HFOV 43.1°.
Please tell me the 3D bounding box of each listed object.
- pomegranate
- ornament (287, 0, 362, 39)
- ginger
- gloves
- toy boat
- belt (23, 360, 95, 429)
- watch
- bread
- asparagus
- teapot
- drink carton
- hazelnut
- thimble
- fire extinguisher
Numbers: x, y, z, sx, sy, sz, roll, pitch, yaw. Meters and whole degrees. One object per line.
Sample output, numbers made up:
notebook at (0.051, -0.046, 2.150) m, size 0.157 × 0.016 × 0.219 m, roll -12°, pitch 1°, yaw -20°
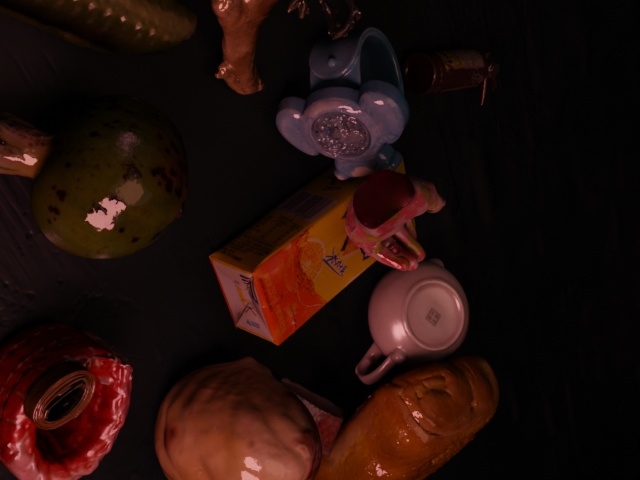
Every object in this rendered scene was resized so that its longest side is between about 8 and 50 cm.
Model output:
pomegranate at (-0.274, -0.082, 0.955) m, size 0.247 × 0.202 × 0.202 m, roll 24°, pitch 86°, yaw -20°
ornament at (0.023, -0.405, 1.158) m, size 0.202 × 0.080 × 0.236 m, roll -17°, pitch 94°, yaw -33°
ginger at (-0.083, -0.325, 1.056) m, size 0.148 × 0.081 × 0.334 m, roll -54°, pitch 172°, yaw -45°
gloves at (0.113, -0.036, 1.256) m, size 0.241 × 0.126 × 0.145 m, roll 58°, pitch 56°, yaw -77°
toy boat at (-0.093, 0.382, 1.393) m, size 0.206 × 0.096 × 0.282 m, roll 32°, pitch 93°, yaw -38°
belt at (-0.299, 0.181, 0.937) m, size 0.083 × 0.036 × 0.059 m, roll -42°, pitch 129°, yaw -23°
watch at (0.057, -0.220, 1.256) m, size 0.211 × 0.210 × 0.193 m, roll 57°, pitch 40°, yaw -41°
bread at (0.181, 0.363, 1.515) m, size 0.327 × 0.148 × 0.337 m, roll -3°, pitch 140°, yaw -47°
asparagus at (-0.307, -0.287, 0.877) m, size 0.381 × 0.128 × 0.108 m, roll 15°, pitch 53°, yaw -52°
teapot at (0.174, 0.148, 1.532) m, size 0.298 × 0.139 × 0.204 m, roll -47°, pitch 106°, yaw -20°
drink carton at (0.000, 0.000, 1.312) m, size 0.351 × 0.111 × 0.155 m, roll -39°, pitch 130°, yaw -31°
hazelnut at (-0.120, 0.293, 1.212) m, size 0.261 × 0.261 × 0.241 m, roll 28°, pitch 70°, yaw -48°
thimble at (-0.337, 0.206, 1.022) m, size 0.163 × 0.125 × 0.190 m, roll 26°, pitch 86°, yaw -48°
fire extinguisher at (0.251, -0.303, 1.497) m, size 0.252 × 0.075 × 0.106 m, roll -17°, pitch 144°, yaw -43°
